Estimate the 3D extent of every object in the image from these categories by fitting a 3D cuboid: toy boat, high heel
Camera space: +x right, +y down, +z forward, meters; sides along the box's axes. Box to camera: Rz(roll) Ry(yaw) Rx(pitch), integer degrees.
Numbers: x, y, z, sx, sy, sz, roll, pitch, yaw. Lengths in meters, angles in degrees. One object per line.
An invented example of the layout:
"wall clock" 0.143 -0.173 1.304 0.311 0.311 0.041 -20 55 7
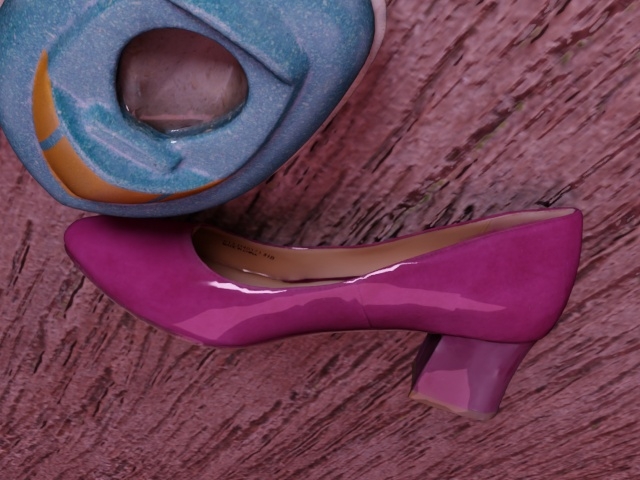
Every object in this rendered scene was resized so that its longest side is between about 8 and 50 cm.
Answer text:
"toy boat" -0.142 -0.112 0.398 0.318 0.148 0.267 27 137 -24
"high heel" 0.000 0.000 0.586 0.377 0.127 0.181 17 112 -6
